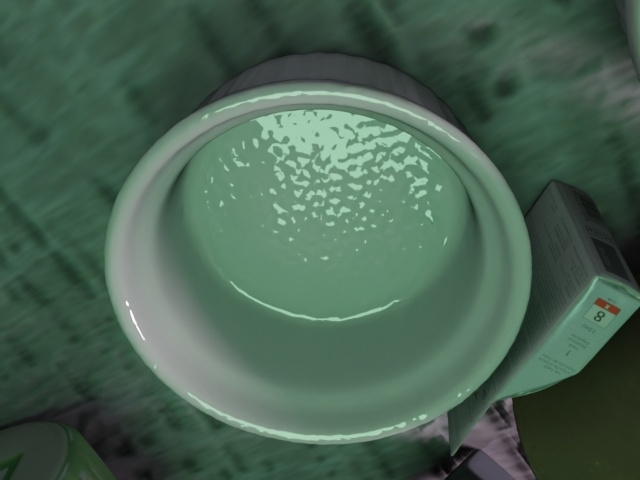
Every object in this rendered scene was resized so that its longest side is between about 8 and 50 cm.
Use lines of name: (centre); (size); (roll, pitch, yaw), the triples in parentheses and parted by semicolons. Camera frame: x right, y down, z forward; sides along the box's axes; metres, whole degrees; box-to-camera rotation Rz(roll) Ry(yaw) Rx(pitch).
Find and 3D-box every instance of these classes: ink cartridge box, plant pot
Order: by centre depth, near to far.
plant pot: (0.276, 0.111, 0.544); (0.229, 0.263, 0.263); (-19, 119, 36)
ink cartridge box: (0.154, 0.062, 0.555); (0.045, 0.145, 0.179); (22, 119, -7)

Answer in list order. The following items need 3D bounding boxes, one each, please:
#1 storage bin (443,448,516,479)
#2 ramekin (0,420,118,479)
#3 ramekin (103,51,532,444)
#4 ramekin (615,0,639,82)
storage bin: (0.153, 0.268, 0.688); (0.135, 0.098, 0.091); (39, 108, 20)
ramekin: (-0.297, 0.297, 0.639); (0.304, 0.303, 0.148); (-21, 109, 15)
ramekin: (0.000, 0.000, 0.535); (0.277, 0.135, 0.277); (1, 121, 2)
ramekin: (0.301, -0.169, 0.424); (0.273, 0.127, 0.272); (1, 121, 2)
